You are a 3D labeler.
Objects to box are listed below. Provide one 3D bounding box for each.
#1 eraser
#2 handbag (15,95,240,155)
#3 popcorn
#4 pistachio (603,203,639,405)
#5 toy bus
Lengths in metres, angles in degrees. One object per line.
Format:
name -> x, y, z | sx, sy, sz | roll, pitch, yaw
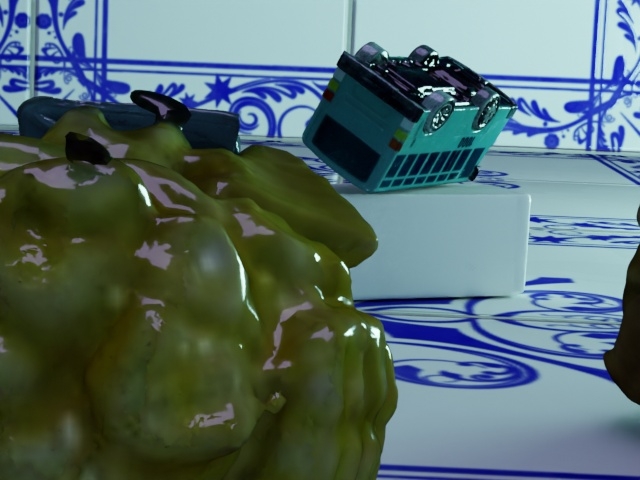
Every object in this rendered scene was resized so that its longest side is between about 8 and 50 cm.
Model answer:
eraser -> 0.000, -0.001, 1.160 | 0.298, 0.078, 0.076 | -1, 8, -22
handbag -> -0.144, -0.043, 1.251 | 0.179, 0.062, 0.229 | 2, -14, -10
popcorn -> -0.079, 0.038, 0.521 | 0.218, 0.169, 0.189 | 11, 10, 26
pistachio -> 0.224, 0.031, 0.837 | 0.130, 0.165, 0.210 | -41, -9, 39
toy bus -> 0.066, -0.085, 1.166 | 0.079, 0.092, 0.160 | 39, 24, 22
